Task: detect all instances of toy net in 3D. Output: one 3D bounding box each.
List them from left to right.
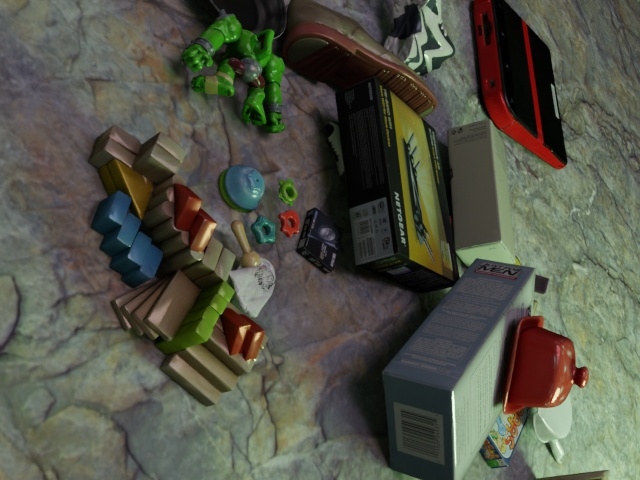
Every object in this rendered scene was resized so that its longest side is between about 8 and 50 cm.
[{"bbox_3d":[-0.089,0.004,1.068,0.122,0.045,0.232,25,57,-40],"label":"toy net"}]

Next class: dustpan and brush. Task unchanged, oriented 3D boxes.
[{"bbox_3d":[0.443,0.348,1.444,0.211,0.060,0.147,60,42,-20],"label":"dustpan and brush"}]

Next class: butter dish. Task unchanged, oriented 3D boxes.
[{"bbox_3d":[0.371,0.208,1.223,0.160,0.118,0.159,9,92,-60],"label":"butter dish"}]

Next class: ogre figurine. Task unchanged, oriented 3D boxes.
[{"bbox_3d":[-0.112,-0.252,1.122,0.197,0.097,0.118,25,66,-24],"label":"ogre figurine"}]

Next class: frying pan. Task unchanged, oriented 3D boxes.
[{"bbox_3d":[-0.142,-0.454,1.217,0.197,0.053,0.325,17,55,-44],"label":"frying pan"}]

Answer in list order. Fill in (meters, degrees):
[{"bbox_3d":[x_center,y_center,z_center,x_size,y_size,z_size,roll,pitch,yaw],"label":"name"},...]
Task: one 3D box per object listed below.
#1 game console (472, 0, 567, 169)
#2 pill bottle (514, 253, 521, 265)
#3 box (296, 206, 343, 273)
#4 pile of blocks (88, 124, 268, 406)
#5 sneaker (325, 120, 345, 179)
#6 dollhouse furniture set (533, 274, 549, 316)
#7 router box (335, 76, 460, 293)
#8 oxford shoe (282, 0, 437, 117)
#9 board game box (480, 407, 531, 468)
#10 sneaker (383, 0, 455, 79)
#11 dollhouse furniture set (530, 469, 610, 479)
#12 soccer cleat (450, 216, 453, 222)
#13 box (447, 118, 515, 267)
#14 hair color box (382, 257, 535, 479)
[{"bbox_3d":[0.497,-0.398,1.886,0.342,0.060,0.386,26,55,-44],"label":"game console"},{"bbox_3d":[0.350,0.074,1.489,0.065,0.065,0.116,51,43,-18],"label":"pill bottle"},{"bbox_3d":[0.000,0.000,1.181,0.067,0.018,0.083,39,47,-28],"label":"box"},{"bbox_3d":[-0.173,0.023,0.912,0.149,0.113,0.362,-31,96,-49],"label":"pile of blocks"},{"bbox_3d":[0.030,-0.153,1.277,0.044,0.040,0.109,5,66,-26],"label":"sneaker"},{"bbox_3d":[0.408,0.126,1.571,0.081,0.091,0.114,67,40,-75],"label":"dollhouse furniture set"},{"bbox_3d":[0.133,-0.084,1.279,0.243,0.081,0.308,23,55,-55],"label":"router box"},{"bbox_3d":[0.082,-0.324,1.346,0.348,0.123,0.130,24,50,-40],"label":"oxford shoe"},{"bbox_3d":[0.322,0.293,1.378,0.136,0.035,0.201,57,41,-12],"label":"board game box"},{"bbox_3d":[0.217,-0.434,1.529,0.153,0.094,0.234,20,81,-53],"label":"sneaker"},{"bbox_3d":[0.431,0.483,1.214,0.303,0.287,0.198,17,60,-55],"label":"dollhouse furniture set"},{"bbox_3d":[0.228,-0.019,1.431,0.083,0.029,0.035,-38,113,-48],"label":"soccer cleat"},{"bbox_3d":[0.313,-0.090,1.485,0.113,0.094,0.274,42,43,-52],"label":"box"},{"bbox_3d":[0.236,0.196,1.221,0.374,0.114,0.185,-38,130,-48],"label":"hair color box"}]
